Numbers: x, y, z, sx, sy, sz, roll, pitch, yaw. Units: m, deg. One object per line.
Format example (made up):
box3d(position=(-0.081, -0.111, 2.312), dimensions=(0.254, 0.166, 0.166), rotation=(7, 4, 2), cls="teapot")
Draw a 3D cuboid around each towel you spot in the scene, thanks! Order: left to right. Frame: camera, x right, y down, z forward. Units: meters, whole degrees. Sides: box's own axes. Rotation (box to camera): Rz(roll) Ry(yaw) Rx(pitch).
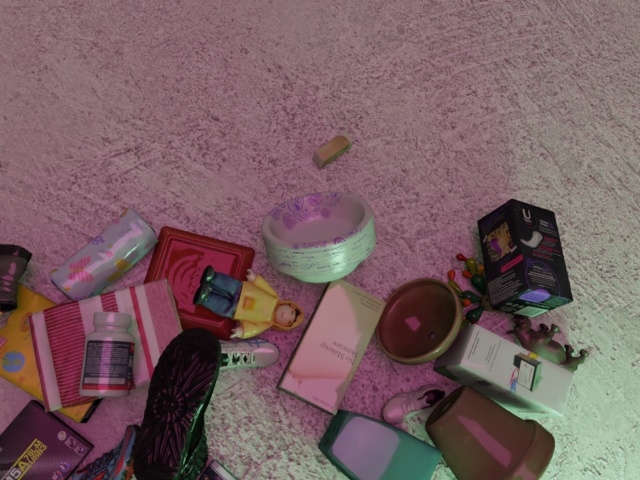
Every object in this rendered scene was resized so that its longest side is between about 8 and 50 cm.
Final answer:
box3d(position=(-0.492, 0.241, 1.373), dimensions=(0.329, 0.037, 0.237), rotation=(-14, 78, -12), cls="towel")

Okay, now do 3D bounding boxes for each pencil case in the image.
box3d(position=(-0.540, 0.037, 1.467), dimensions=(0.124, 0.113, 0.273), rotation=(40, 72, 14), cls="pencil case")

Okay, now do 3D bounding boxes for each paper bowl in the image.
box3d(position=(0.000, 0.000, 1.498), dimensions=(0.284, 0.284, 0.148), rotation=(-17, 120, -13), cls="paper bowl")

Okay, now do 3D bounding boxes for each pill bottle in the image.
box3d(position=(-0.469, 0.253, 1.298), dimensions=(0.108, 0.108, 0.180), rotation=(3, 76, -8), cls="pill bottle")

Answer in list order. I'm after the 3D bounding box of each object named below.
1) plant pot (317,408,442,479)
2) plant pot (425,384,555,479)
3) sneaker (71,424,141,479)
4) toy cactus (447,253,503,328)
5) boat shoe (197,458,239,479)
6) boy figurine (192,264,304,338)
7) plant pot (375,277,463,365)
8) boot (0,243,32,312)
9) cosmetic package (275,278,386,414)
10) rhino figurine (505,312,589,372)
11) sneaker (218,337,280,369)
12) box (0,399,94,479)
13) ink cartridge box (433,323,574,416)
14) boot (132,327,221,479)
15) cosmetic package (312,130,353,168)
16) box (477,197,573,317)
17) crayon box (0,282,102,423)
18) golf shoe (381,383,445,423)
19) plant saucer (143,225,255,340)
box3d(position=(0.125, 0.507, 1.388), dimensions=(0.234, 0.166, 0.165), rotation=(33, 72, -5), cls="plant pot")
box3d(position=(0.382, 0.478, 1.403), dimensions=(0.229, 0.263, 0.263), rotation=(44, 73, 9), cls="plant pot")
box3d(position=(-0.501, 0.537, 1.331), dimensions=(0.125, 0.104, 0.262), rotation=(23, 72, 1), cls="sneaker")
box3d(position=(0.428, 0.153, 1.595), dimensions=(0.180, 0.112, 0.219), rotation=(16, 62, -14), cls="toy cactus")
box3d(position=(-0.211, 0.608, 1.379), dimensions=(0.183, 0.065, 0.083), rotation=(39, 75, 10), cls="boat shoe")
box3d(position=(-0.173, 0.168, 1.466), dimensions=(0.285, 0.092, 0.177), rotation=(25, 67, -16), cls="boy figurine")
box3d(position=(0.270, 0.223, 1.510), dimensions=(0.110, 0.237, 0.237), rotation=(43, 67, -37), cls="plant pot")
box3d(position=(-0.815, 0.090, 1.383), dimensions=(0.247, 0.083, 0.161), rotation=(0, 62, 13), cls="boot")
box3d(position=(0.028, 0.266, 1.486), dimensions=(0.160, 0.113, 0.309), rotation=(26, 71, -1), cls="cosmetic package")
box3d(position=(0.601, 0.274, 1.592), dimensions=(0.243, 0.073, 0.106), rotation=(40, 69, 6), cls="rhino figurine")
box3d(position=(-0.218, 0.287, 1.448), dimensions=(0.237, 0.086, 0.085), rotation=(3, 110, -3), cls="sneaker")
box3d(position=(-0.659, 0.499, 1.349), dimensions=(0.184, 0.045, 0.190), rotation=(38, 71, 1), cls="box")
box3d(position=(0.457, 0.334, 1.483), dimensions=(0.278, 0.201, 0.117), rotation=(27, 72, 0), cls="ink cartridge box")
box3d(position=(-0.303, 0.380, 1.326), dimensions=(0.131, 0.260, 0.348), rotation=(17, 74, 8), cls="boot")
box3d(position=(0.035, -0.258, 1.668), dimensions=(0.115, 0.060, 0.041), rotation=(-37, 82, -15), cls="cosmetic package")
box3d(position=(0.542, 0.049, 1.567), dimensions=(0.165, 0.143, 0.270), rotation=(14, 59, -24), cls="box")
box3d(position=(-0.640, 0.267, 1.400), dimensions=(0.318, 0.081, 0.202), rotation=(32, 71, 1), cls="crayon box")
box3d(position=(0.238, 0.412, 1.489), dimensions=(0.176, 0.086, 0.069), rotation=(-24, 80, -13), cls="golf shoe")
box3d(position=(-0.323, 0.104, 1.515), dimensions=(0.259, 0.048, 0.258), rotation=(14, 72, -4), cls="plant saucer")
